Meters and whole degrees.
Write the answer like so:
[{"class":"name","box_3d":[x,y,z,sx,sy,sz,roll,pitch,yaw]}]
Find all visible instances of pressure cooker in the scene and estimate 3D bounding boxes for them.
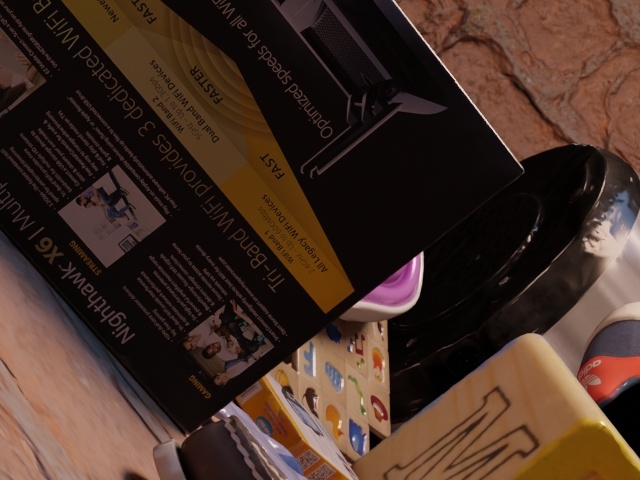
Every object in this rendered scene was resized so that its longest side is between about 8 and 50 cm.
[{"class":"pressure cooker","box_3d":[0.260,0.165,1.819,0.420,0.375,0.370,49,13,-15]}]

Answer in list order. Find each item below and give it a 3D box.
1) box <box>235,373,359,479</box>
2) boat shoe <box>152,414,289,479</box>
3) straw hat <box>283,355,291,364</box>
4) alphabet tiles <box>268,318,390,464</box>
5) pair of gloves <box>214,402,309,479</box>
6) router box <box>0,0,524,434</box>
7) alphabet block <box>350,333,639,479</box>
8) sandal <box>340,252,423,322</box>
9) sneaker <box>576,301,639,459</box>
[{"class":"box","box_3d":[-0.013,0.141,1.298,0.081,0.028,0.136,54,2,36]},{"class":"boat shoe","box_3d":[0.047,0.203,0.849,0.324,0.097,0.116,52,4,13]},{"class":"straw hat","box_3d":[-0.025,0.071,1.553,0.144,0.061,0.144,53,0,0]},{"class":"alphabet tiles","box_3d":[-0.002,0.063,1.443,0.237,0.009,0.198,41,41,-52]},{"class":"pair of gloves","box_3d":[-0.019,0.157,1.094,0.159,0.023,0.198,48,4,-23]},{"class":"router box","box_3d":[-0.077,-0.085,1.020,0.309,0.243,0.081,51,4,-18]},{"class":"alphabet block","box_3d":[0.156,0.215,1.363,0.192,0.193,0.197,49,4,-16]},{"class":"sandal","box_3d":[-0.004,-0.015,1.344,0.416,0.102,0.169,-6,82,-65]},{"class":"sneaker","box_3d":[0.354,0.200,1.520,0.350,0.131,0.148,32,38,5]}]
